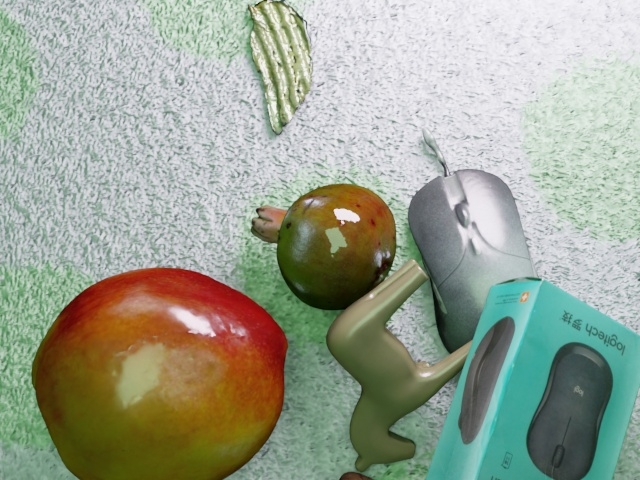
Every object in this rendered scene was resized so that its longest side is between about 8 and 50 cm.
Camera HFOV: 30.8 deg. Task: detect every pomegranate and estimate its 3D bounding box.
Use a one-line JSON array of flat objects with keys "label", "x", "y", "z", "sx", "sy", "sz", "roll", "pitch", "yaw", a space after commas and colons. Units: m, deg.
[{"label": "pomegranate", "x": 0.000, "y": 0.000, "z": 1.607, "sx": 0.209, "sy": 0.180, "sz": 0.180, "roll": 21, "pitch": 82, "yaw": 25}]

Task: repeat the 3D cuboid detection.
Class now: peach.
[{"label": "peach", "x": -0.201, "y": 0.183, "z": 1.522, "sx": 0.332, "sy": 0.308, "sz": 0.308, "roll": -15, "pitch": 80, "yaw": -2}]

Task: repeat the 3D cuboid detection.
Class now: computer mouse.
[{"label": "computer mouse", "x": 0.210, "y": 0.007, "z": 1.625, "sx": 0.167, "sy": 0.090, "sz": 0.379, "roll": -20, "pitch": 78, "yaw": -1}]

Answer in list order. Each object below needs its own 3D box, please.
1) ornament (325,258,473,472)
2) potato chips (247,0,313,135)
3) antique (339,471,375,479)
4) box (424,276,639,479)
[{"label": "ornament", "x": 0.098, "y": 0.183, "z": 1.578, "sx": 0.245, "sy": 0.061, "sz": 0.230, "roll": -39, "pitch": 109, "yaw": 4}, {"label": "potato chips", "x": -0.053, "y": -0.262, "z": 1.715, "sx": 0.091, "sy": 0.028, "sz": 0.208, "roll": -13, "pitch": 78, "yaw": 4}, {"label": "antique", "x": 0.096, "y": 0.387, "z": 1.543, "sx": 0.256, "sy": 0.143, "sz": 0.121, "roll": 13, "pitch": 84, "yaw": 8}, {"label": "box", "x": 0.280, "y": 0.227, "z": 1.489, "sx": 0.205, "sy": 0.118, "sz": 0.311, "roll": 29, "pitch": 71, "yaw": -18}]
